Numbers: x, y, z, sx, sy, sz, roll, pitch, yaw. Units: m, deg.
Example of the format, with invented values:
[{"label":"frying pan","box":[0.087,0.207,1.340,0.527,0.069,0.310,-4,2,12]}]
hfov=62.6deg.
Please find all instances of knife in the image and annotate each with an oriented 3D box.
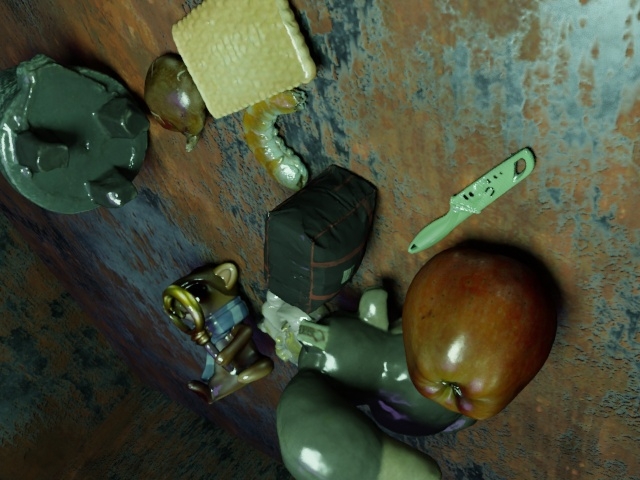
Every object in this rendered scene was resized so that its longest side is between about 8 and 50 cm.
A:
[{"label":"knife","box":[0.197,-0.044,0.745,0.043,0.020,0.293,42,147,-1]}]

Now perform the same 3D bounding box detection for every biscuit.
[{"label":"biscuit","box":[-0.117,-0.274,0.757,0.249,0.030,0.160,-5,116,48]}]

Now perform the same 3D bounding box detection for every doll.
[{"label":"doll","box":[0.121,0.280,0.890,0.382,0.379,0.252,17,139,4]},{"label":"doll","box":[-0.263,0.231,1.301,0.318,0.209,0.340,-18,91,69]}]

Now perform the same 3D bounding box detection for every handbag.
[{"label":"handbag","box":[0.000,0.000,0.857,0.155,0.169,0.215,31,144,18]}]

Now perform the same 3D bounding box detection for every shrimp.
[{"label":"shrimp","box":[-0.049,-0.163,0.833,0.161,0.049,0.166,48,139,-10]}]

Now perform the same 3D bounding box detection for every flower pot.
[{"label":"flower pot","box":[-0.490,-0.208,0.995,0.282,0.299,0.299,26,146,33]}]

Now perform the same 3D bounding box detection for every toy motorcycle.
[{"label":"toy motorcycle","box":[-0.062,0.204,1.219,0.223,0.108,0.340,53,153,-3]}]

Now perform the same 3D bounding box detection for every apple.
[{"label":"apple","box":[0.215,0.121,0.742,0.234,0.234,0.234,26,145,20]}]

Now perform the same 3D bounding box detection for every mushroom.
[{"label":"mushroom","box":[-0.248,-0.231,0.911,0.135,0.080,0.171,28,144,36]}]
